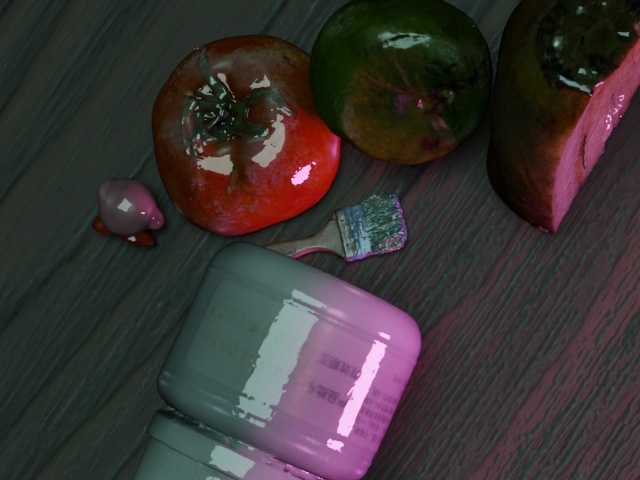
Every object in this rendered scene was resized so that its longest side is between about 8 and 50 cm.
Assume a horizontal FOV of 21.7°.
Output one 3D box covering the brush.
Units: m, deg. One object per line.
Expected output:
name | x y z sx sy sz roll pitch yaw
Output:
brush | 0.000 0.000 1.886 0.196 0.021 0.070 -16 76 7

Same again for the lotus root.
lotus root | 0.250 -0.169 1.749 0.149 0.260 0.267 29 86 14

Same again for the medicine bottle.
medicine bottle | -0.055 0.179 1.748 0.245 0.245 0.306 23 84 13

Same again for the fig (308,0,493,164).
fig | 0.087 -0.208 1.847 0.203 0.203 0.235 -12 37 8

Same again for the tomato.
tomato | -0.091 -0.124 1.888 0.236 0.095 0.237 -2 79 11

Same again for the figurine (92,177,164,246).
figurine | -0.218 -0.035 1.909 0.083 0.067 0.071 17 104 -3
